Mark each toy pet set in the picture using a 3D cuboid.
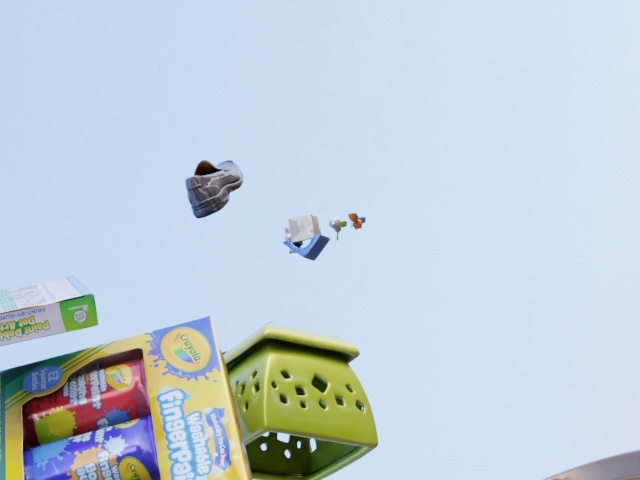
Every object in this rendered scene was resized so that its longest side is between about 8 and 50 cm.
[{"bbox_3d":[0.000,0.000,2.091,0.114,0.122,0.065,21,-121,-68],"label":"toy pet set"}]

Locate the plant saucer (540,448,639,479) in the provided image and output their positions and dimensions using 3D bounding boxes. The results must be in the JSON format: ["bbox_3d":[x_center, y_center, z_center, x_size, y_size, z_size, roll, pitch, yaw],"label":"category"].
[{"bbox_3d":[0.317,0.310,1.625,0.278,0.278,0.041,-21,-89,-58],"label":"plant saucer"}]

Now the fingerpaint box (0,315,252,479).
[{"bbox_3d":[-0.293,0.341,2.043,0.445,0.371,0.163,-108,5,-54],"label":"fingerpaint box"}]

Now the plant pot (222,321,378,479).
[{"bbox_3d":[-0.060,0.272,2.317,0.228,0.227,0.207,13,-122,-31],"label":"plant pot"}]

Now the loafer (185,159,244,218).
[{"bbox_3d":[-0.154,-0.090,1.991,0.170,0.062,0.061,-72,-41,-69],"label":"loafer"}]

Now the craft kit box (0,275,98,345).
[{"bbox_3d":[-0.479,0.114,2.109,0.246,0.250,0.061,-9,-83,-15],"label":"craft kit box"}]
